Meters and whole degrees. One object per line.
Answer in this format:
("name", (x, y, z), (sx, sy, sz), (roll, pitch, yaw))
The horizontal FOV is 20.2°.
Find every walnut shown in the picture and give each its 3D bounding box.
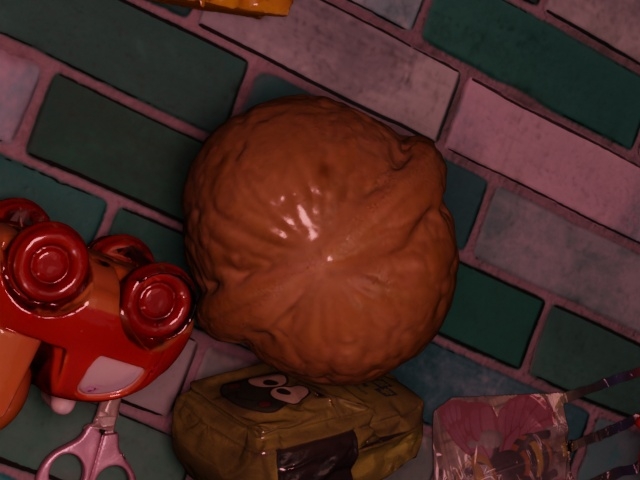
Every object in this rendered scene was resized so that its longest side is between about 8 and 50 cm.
("walnut", (0.000, 0.000, 1.808), (0.332, 0.333, 0.333), (-1, 93, -27))

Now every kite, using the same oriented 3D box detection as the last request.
("kite", (0.285, 0.252, 2.135), (0.360, 0.022, 0.204), (-14, 95, -25))

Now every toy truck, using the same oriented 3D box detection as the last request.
("toy truck", (-0.269, 0.096, 1.762), (0.264, 0.189, 0.239), (19, 93, -26))

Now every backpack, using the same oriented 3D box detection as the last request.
("backpack", (-0.016, 0.207, 1.882), (0.253, 0.207, 0.140), (-11, 112, -33))

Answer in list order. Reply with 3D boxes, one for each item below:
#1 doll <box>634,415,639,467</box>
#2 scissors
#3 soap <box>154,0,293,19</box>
("doll", (0.483, 0.309, 2.137), (0.160, 0.183, 0.363), (-44, 120, 6))
("scissors", (-0.225, 0.184, 1.872), (0.110, 0.021, 0.212), (16, 85, -23))
("soap", (-0.114, -0.396, 1.859), (0.204, 0.096, 0.325), (8, 89, -26))
